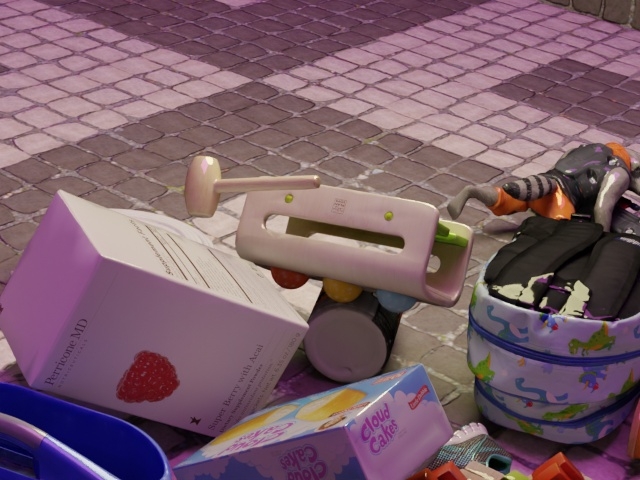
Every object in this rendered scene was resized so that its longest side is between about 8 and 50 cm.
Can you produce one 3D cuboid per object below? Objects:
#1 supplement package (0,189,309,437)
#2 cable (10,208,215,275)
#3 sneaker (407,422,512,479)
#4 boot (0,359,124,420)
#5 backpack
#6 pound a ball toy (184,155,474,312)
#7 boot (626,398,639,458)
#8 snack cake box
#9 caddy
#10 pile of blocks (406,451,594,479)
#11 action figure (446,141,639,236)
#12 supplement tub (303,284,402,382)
[{"bbox_3d":[-0.199,0.094,1.627,0.293,0.177,0.175,21,15,-35],"label":"supplement package"},{"bbox_3d":[-0.271,0.036,1.943,0.257,0.089,0.257,-15,33,-36],"label":"cable"},{"bbox_3d":[0.159,0.265,1.611,0.166,0.065,0.076,-21,41,-40],"label":"sneaker"},{"bbox_3d":[-0.367,0.194,1.627,0.258,0.095,0.123,-2,20,-33],"label":"boot"},{"bbox_3d":[0.325,0.106,1.788,0.290,0.273,0.355,18,7,18],"label":"backpack"},{"bbox_3d":[0.000,0.000,1.736,0.319,0.135,0.208,10,-7,30],"label":"pound a ball toy"},{"bbox_3d":[0.520,0.223,1.719,0.211,0.104,0.295,21,26,29],"label":"boot"},{"bbox_3d":[-0.011,0.225,1.471,0.264,0.089,0.152,-21,5,41],"label":"snack cake box"},{"bbox_3d":[-0.317,0.253,1.404,0.341,0.179,0.241,15,27,18],"label":"caddy"},{"bbox_3d":[0.163,0.298,1.486,0.362,0.112,0.149,-6,29,-22],"label":"pile of blocks"},{"bbox_3d":[0.421,-0.058,2.190,0.330,0.178,0.341,-27,39,-33],"label":"action figure"},{"bbox_3d":[0.050,0.097,1.859,0.117,0.117,0.190,10,26,7],"label":"supplement tub"}]
